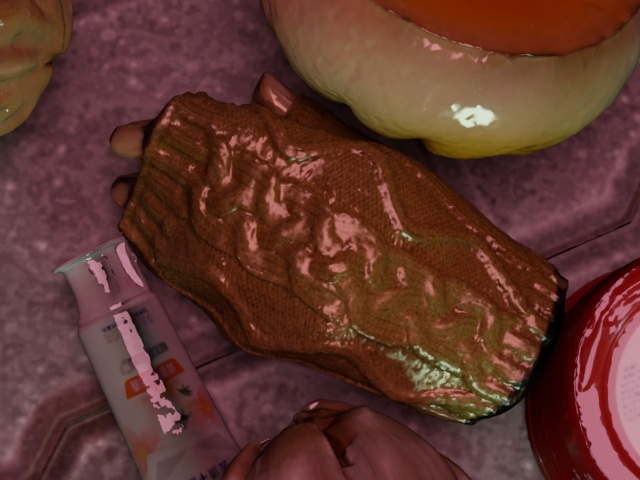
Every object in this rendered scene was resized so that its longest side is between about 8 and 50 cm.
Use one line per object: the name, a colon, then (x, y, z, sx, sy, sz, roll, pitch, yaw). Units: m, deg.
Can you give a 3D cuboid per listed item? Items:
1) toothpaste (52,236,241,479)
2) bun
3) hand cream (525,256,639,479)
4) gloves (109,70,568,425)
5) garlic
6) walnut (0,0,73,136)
toothpaste: (-0.100, 0.154, 1.443, 0.100, 0.066, 0.323, -26, 90, -16)
bun: (0.087, -0.171, 1.468, 0.299, 0.165, 0.299, 12, 43, -12)
hand cream: (0.271, 0.118, 1.450, 0.230, 0.149, 0.230, 1, 82, -7)
gloves: (0.009, -0.001, 1.437, 0.356, 0.155, 0.203, 25, 73, 2)
garlic: (0.037, 0.206, 1.377, 0.214, 0.160, 0.191, -2, 89, -18)
walnut: (-0.303, -0.155, 1.414, 0.245, 0.198, 0.198, 12, 78, -15)
